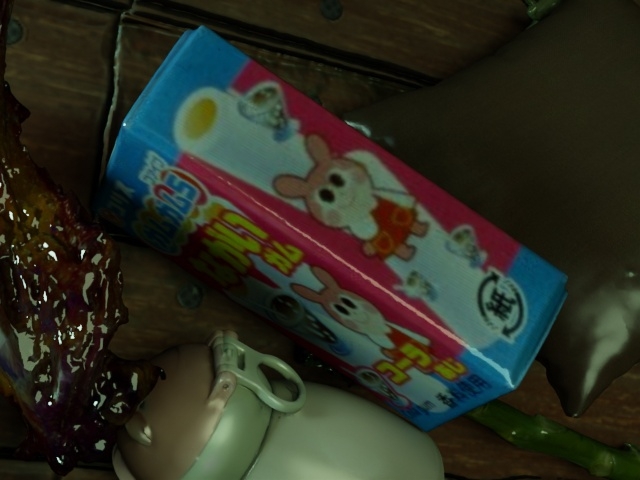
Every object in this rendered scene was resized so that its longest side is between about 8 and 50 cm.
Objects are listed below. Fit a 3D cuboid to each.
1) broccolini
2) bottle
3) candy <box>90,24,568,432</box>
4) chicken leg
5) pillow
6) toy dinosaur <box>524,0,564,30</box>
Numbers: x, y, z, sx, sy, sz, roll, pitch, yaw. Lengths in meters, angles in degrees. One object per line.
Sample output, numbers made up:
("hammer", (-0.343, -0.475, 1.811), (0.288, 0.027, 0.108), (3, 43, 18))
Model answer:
("broccolini", (0.146, 0.131, 1.054), (0.392, 0.078, 0.074), (25, 76, -35))
("bottle", (-0.042, 0.157, 0.890), (0.236, 0.147, 0.148), (31, 74, -20))
("candy", (-0.001, 0.001, 0.852), (0.305, 0.157, 0.100), (35, 65, -4))
("chicken leg", (-0.206, -0.047, 0.788), (0.096, 0.157, 0.407), (-15, 99, -69))
("pillow", (0.216, -0.052, 1.002), (0.307, 0.108, 0.305), (-31, 70, -22))
("toy dinosaur", (0.203, -0.198, 1.109), (0.060, 0.029, 0.120), (42, 67, -32))
